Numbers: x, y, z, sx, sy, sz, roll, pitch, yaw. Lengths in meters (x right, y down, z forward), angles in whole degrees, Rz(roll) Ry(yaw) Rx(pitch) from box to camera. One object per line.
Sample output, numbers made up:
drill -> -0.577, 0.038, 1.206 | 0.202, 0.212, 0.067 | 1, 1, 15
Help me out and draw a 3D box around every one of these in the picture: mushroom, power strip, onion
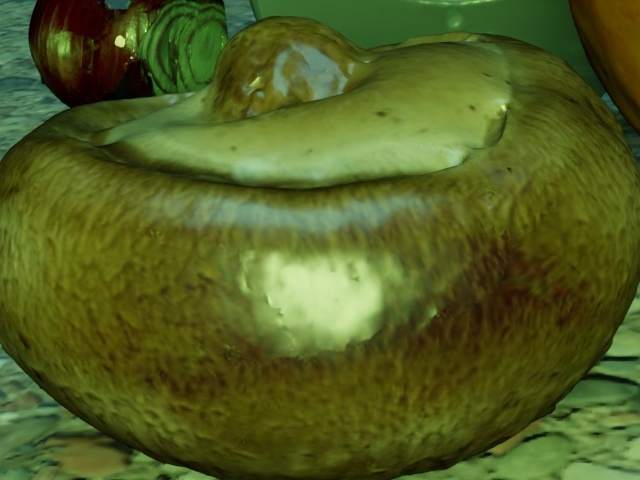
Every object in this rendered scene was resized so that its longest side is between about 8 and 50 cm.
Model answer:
mushroom -> 0.000, 0.000, 0.621 | 0.253, 0.153, 0.253 | -7, 21, 3
power strip -> 0.086, -0.128, 0.867 | 0.253, 0.167, 0.054 | -4, 29, -6
onion -> -0.120, -0.119, 0.991 | 0.118, 0.118, 0.117 | 7, -5, 29

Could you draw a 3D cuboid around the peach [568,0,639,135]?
peach -> 0.249, -0.146, 0.670 | 0.302, 0.343, 0.343 | 14, 27, 6
